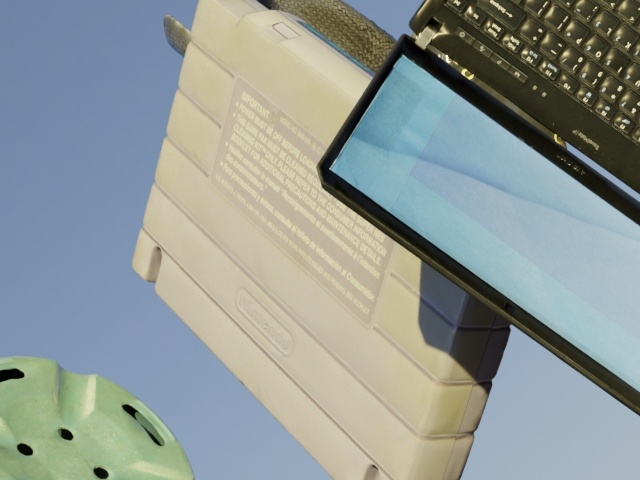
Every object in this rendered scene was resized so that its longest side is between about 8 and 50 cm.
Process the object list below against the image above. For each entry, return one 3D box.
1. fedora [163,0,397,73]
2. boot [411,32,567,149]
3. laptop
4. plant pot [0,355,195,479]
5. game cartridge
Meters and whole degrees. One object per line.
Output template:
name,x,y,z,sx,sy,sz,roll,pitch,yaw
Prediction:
fedora,0.002,-0.166,1.902,0.152,0.334,0.334,-50,-22,1
boot,0.194,-0.093,1.473,0.236,0.178,0.085,1,-28,-8
laptop,0.162,-0.074,0.947,0.264,0.234,0.136,-54,4,2
plant pot,-0.292,0.308,1.707,0.341,0.341,0.334,-14,-39,-51
game cartridge,0.000,0.000,1.201,0.068,0.355,0.230,4,-65,-37
